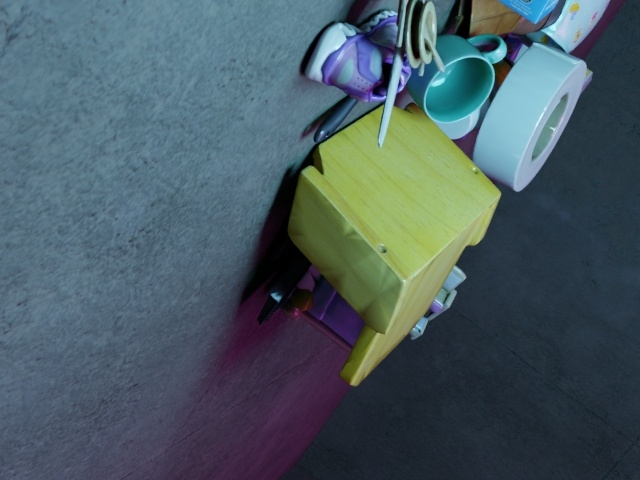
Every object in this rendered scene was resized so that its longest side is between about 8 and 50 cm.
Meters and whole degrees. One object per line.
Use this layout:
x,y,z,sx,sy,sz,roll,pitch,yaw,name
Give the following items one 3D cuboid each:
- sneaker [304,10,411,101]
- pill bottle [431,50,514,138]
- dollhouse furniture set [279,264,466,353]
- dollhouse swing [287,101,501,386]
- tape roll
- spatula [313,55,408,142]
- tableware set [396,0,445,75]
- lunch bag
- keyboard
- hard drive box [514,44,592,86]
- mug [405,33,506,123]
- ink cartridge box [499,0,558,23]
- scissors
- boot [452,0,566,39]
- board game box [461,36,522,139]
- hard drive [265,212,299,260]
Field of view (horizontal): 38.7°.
0.076,-0.232,1.196,0.236,0.104,0.095,-35,156,-56,sneaker
0.297,-0.284,1.785,0.208,0.119,0.119,-40,162,-43,pill bottle
0.118,0.085,1.699,0.198,0.286,0.303,-49,-176,45,dollhouse furniture set
0.085,0.009,1.525,0.347,0.315,0.305,-38,173,-46,dollhouse swing
0.411,-0.243,1.794,0.286,0.100,0.286,-48,157,-28,tape roll
0.071,-0.218,1.374,0.296,0.030,0.084,-41,165,-41,spatula
0.137,-0.307,1.119,0.128,0.039,0.194,21,75,-69,tableware set
0.493,-0.489,1.828,0.223,0.160,0.262,-56,173,8,lunch bag
0.000,0.000,1.589,0.317,0.033,0.201,-54,175,-34,keyboard
0.518,-0.356,2.222,0.232,0.181,0.089,-55,167,6,hard drive box
0.216,-0.275,1.497,0.158,0.097,0.129,-15,136,-19,mug
0.319,-0.452,1.348,0.086,0.148,0.203,-39,162,-43,ink cartridge box
0.107,-0.250,1.132,0.109,0.021,0.297,22,74,-72,scissors
0.329,-0.463,1.552,0.280,0.096,0.264,-23,143,-38,boot
0.372,-0.343,2.017,0.211,0.039,0.160,-54,170,-32,board game box
-0.036,-0.016,1.555,0.094,0.022,0.135,-57,167,19,hard drive
